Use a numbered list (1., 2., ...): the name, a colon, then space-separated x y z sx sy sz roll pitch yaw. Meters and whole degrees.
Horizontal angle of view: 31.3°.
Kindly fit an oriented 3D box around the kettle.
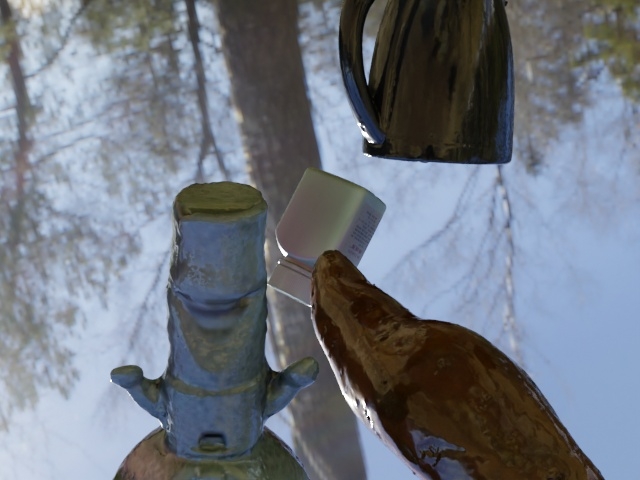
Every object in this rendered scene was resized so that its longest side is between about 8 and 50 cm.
1. kettle: 0.143 -0.251 1.555 0.268 0.290 0.207 -2 -169 -30

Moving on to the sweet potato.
1. sweet potato: 0.088 0.113 0.795 0.112 0.112 0.359 -26 -133 -34

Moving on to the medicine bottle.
1. medicine bottle: 0.000 0.000 1.052 0.074 0.118 0.055 23 173 34

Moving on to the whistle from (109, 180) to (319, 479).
1. whistle: -0.071 0.130 0.747 0.142 0.346 0.134 11 -155 16
